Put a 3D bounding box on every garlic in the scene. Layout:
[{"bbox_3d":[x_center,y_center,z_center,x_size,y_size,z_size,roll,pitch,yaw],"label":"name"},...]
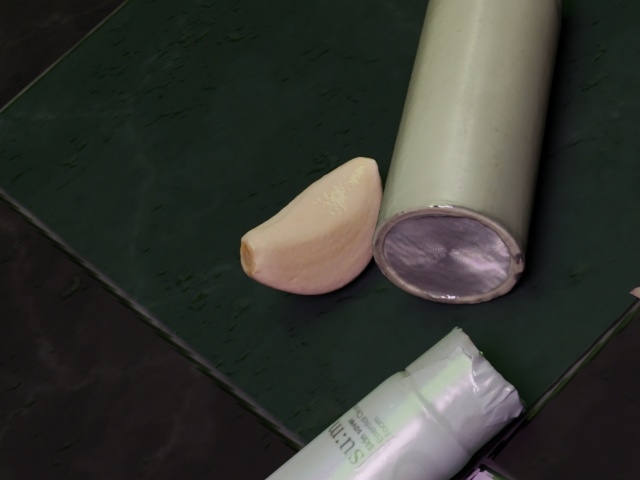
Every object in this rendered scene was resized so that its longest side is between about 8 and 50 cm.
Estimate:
[{"bbox_3d":[0.000,-0.001,0.826,0.083,0.053,0.041,-32,37,-20],"label":"garlic"}]

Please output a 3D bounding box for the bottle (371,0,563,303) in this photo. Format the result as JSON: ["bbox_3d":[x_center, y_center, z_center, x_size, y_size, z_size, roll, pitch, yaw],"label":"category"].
[{"bbox_3d":[0.078,-0.067,0.828,0.072,0.072,0.201,-9,45,26],"label":"bottle"}]

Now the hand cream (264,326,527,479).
[{"bbox_3d":[-0.003,0.118,0.716,0.205,0.050,0.078,-40,40,-1],"label":"hand cream"}]

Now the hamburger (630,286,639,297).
[{"bbox_3d":[0.237,0.021,0.581,0.261,0.139,0.243,0,51,32],"label":"hamburger"}]
